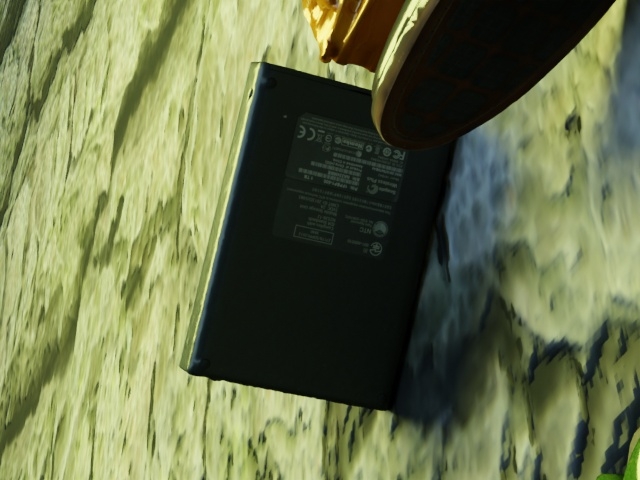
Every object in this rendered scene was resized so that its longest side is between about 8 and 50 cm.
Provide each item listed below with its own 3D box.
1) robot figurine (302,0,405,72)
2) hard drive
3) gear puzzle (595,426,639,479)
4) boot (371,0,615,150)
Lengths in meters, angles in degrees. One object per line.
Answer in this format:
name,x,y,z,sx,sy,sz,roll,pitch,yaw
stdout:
robot figurine,0.032,-0.220,0.735,0.291,0.085,0.211,-98,29,-44
hard drive,0.000,0.000,0.668,0.022,0.094,0.135,-164,87,-69
gear puzzle,0.091,0.130,0.350,0.175,0.044,0.339,-151,67,-69
boot,0.068,-0.143,0.559,0.219,0.082,0.106,-56,47,23
